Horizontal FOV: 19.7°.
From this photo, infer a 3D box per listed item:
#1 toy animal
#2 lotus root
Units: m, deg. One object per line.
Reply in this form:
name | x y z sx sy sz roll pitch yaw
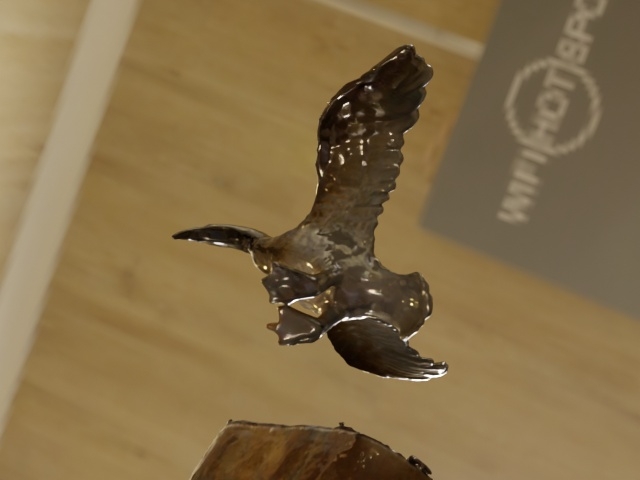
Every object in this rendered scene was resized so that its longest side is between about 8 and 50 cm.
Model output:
toy animal | -0.007 0.006 1.231 0.160 0.197 0.272 -83 -6 -66
lotus root | -0.012 0.270 1.399 0.192 0.272 0.272 -48 -25 -31
